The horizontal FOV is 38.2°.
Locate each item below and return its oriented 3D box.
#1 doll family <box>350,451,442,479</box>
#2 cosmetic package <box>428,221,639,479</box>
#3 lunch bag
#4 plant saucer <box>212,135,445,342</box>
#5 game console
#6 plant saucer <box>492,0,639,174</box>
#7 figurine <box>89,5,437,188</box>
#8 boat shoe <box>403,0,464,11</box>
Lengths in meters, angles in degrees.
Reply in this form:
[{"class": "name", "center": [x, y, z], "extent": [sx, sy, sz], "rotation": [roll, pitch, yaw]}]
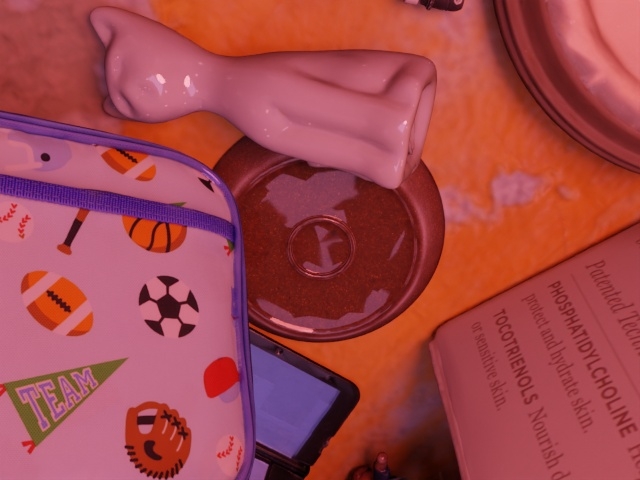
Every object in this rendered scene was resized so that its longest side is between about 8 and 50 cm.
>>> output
[{"class": "doll family", "center": [0.092, 0.225, 0.680], "extent": [0.076, 0.111, 0.193], "rotation": [-27, 110, -29]}, {"class": "cosmetic package", "center": [0.324, 0.161, 0.525], "extent": [0.394, 0.327, 0.329], "rotation": [-29, 112, 12]}, {"class": "lunch bag", "center": [-0.184, 0.035, 0.482], "extent": [0.303, 0.243, 0.115], "rotation": [12, 152, -32]}, {"class": "plant saucer", "center": [0.000, 0.000, 0.610], "extent": [0.168, 0.029, 0.168], "rotation": [0, 113, 0]}, {"class": "game console", "center": [-0.060, 0.137, 0.641], "extent": [0.144, 0.124, 0.085], "rotation": [30, 136, -13]}, {"class": "plant saucer", "center": [0.235, -0.163, 0.511], "extent": [0.278, 0.041, 0.278], "rotation": [1, 104, 4]}, {"class": "figurine", "center": [-0.036, -0.138, 0.504], "extent": [0.209, 0.092, 0.215], "rotation": [14, 123, 12]}, {"class": "boat shoe", "center": [0.079, -0.190, 0.518], "extent": [0.038, 0.046, 0.125], "rotation": [11, 116, -6]}]
